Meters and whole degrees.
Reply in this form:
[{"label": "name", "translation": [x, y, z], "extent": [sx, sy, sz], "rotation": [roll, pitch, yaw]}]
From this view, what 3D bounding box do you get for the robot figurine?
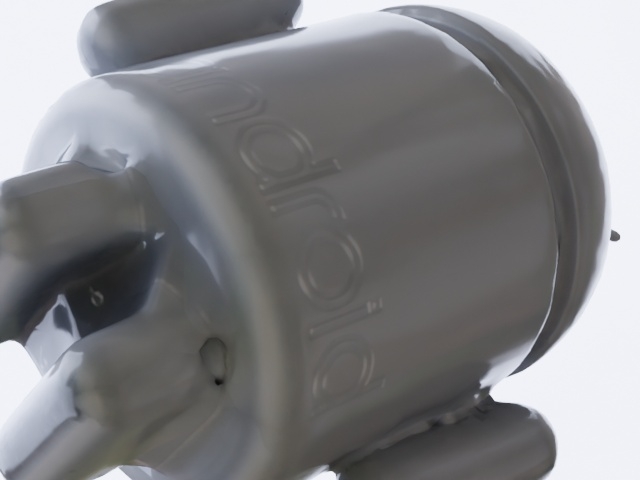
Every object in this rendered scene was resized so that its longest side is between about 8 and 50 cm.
[{"label": "robot figurine", "translation": [0.000, 0.000, 0.641], "extent": [0.353, 0.200, 0.300], "rotation": [-21, -101, -39]}]
